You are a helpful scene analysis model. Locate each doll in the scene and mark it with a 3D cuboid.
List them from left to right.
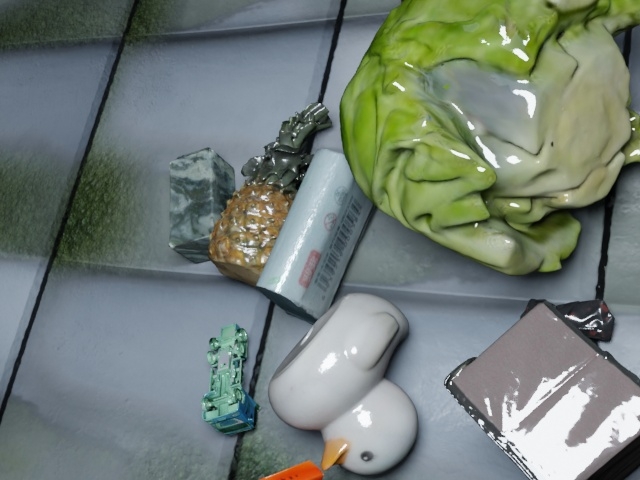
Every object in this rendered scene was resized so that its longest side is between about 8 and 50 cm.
[{"bbox_3d":[0.054,0.202,1.104,0.221,0.221,0.251,12,47,29],"label":"doll"}]

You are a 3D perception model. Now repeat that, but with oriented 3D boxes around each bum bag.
[{"bbox_3d":[0.332,0.106,1.082,0.125,0.034,0.057,-3,82,25],"label":"bum bag"}]

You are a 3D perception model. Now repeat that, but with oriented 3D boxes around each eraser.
[{"bbox_3d":[0.000,0.000,1.205,0.081,0.174,0.226,18,76,24],"label":"eraser"}]

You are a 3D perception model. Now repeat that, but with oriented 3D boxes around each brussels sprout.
[{"bbox_3d":[0.218,-0.187,1.095,0.361,0.342,0.425,21,74,53],"label":"brussels sprout"}]

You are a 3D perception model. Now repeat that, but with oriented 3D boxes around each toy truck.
[{"bbox_3d":[-0.136,0.215,1.248,0.067,0.081,0.175,-19,43,16],"label":"toy truck"}]

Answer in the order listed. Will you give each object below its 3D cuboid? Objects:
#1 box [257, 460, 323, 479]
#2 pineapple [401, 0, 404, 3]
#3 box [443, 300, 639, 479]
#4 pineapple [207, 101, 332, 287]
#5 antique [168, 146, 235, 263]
[{"bbox_3d":[-0.088,0.404,1.040,0.035,0.139,0.245,37,114,33],"label":"box"},{"bbox_3d":[0.253,-0.431,1.318,0.251,0.125,0.125,-16,62,8],"label":"pineapple"},{"bbox_3d":[0.283,0.202,0.935,0.153,0.252,0.188,-44,57,2],"label":"box"},{"bbox_3d":[-0.068,-0.083,1.288,0.141,0.170,0.309,22,73,0],"label":"pineapple"},{"bbox_3d":[-0.201,-0.064,1.380,0.088,0.086,0.182,-14,63,19],"label":"antique"}]
